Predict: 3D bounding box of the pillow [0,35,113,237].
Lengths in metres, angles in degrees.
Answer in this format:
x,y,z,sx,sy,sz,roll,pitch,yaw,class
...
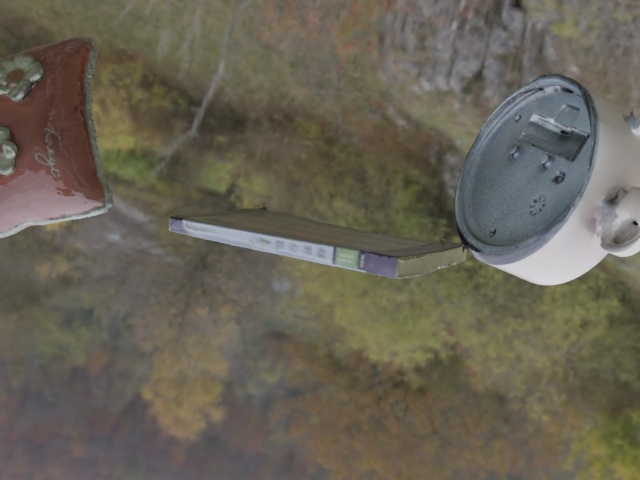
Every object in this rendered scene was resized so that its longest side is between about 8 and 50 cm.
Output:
x,y,z,sx,sy,sz,roll,pitch,yaw,class
-0.270,-0.087,0.983,0.171,0.179,0.075,-15,159,7,pillow

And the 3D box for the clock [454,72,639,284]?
x,y,z,sx,sy,sz,roll,pitch,yaw,class
0.168,-0.048,0.855,0.063,0.155,0.229,21,-169,-30,clock

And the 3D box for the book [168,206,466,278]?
x,y,z,sx,sy,sz,roll,pitch,yaw,class
0.000,0.001,1.035,0.231,0.026,0.157,11,-170,27,book
